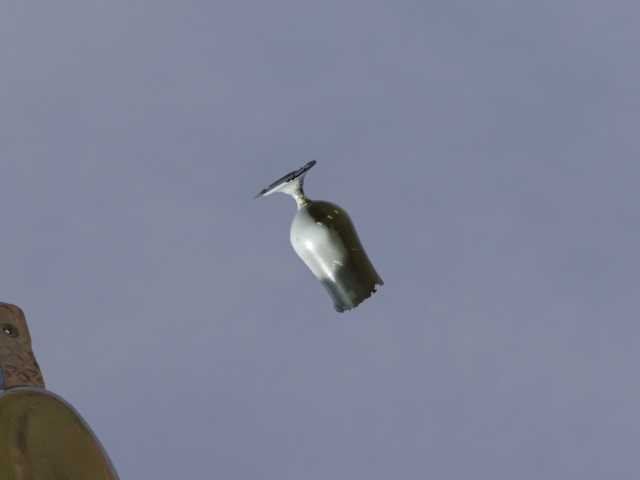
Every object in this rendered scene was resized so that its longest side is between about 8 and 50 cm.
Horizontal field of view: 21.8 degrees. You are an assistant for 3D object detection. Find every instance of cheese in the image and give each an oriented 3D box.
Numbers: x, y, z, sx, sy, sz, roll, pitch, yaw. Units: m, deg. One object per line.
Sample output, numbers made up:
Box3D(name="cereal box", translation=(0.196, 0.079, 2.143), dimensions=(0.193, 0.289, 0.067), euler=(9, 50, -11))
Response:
Box3D(name="cheese", translation=(-0.174, 0.106, 0.996), dimensions=(0.097, 0.037, 0.192), euler=(17, -147, -38))

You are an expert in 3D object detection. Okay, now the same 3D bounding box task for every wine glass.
Box3D(name="wine glass", translation=(0.000, 0.000, 0.916), dimensions=(0.042, 0.039, 0.083), euler=(-38, -78, -46))
